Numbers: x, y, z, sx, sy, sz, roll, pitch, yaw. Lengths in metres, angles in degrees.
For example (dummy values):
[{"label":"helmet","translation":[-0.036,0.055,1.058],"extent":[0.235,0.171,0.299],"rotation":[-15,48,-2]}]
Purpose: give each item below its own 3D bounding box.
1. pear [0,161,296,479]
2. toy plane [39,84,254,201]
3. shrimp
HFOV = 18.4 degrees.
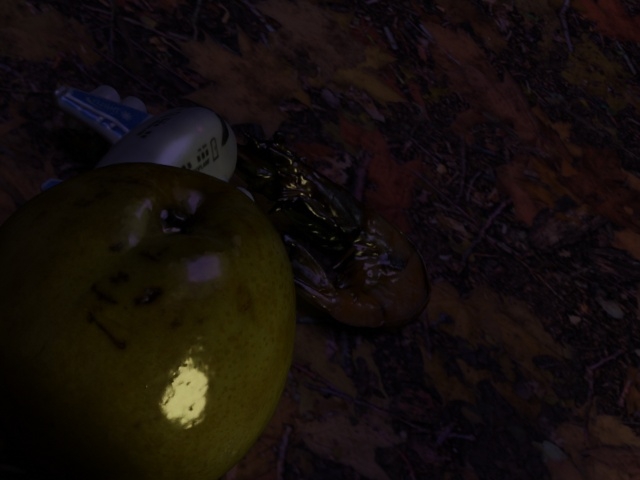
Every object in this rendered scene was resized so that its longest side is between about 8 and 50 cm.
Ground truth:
[{"label":"pear","translation":[-0.155,0.073,1.767],"extent":[0.304,0.304,0.304],"rotation":[22,40,-20]},{"label":"toy plane","translation":[-0.172,-0.065,2.027],"extent":[0.267,0.122,0.267],"rotation":[21,39,-18]},{"label":"shrimp","translation":[-0.005,0.005,2.144],"extent":[0.289,0.075,0.178],"rotation":[39,38,-20]}]
